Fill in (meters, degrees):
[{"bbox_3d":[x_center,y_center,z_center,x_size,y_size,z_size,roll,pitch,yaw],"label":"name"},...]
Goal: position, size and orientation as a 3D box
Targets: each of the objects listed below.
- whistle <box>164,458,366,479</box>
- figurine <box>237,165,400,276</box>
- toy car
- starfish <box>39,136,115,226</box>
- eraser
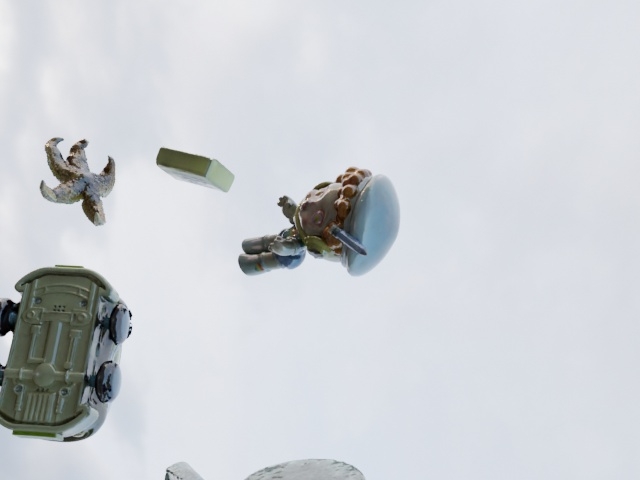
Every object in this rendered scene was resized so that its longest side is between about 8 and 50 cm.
[{"bbox_3d":[-0.084,0.390,1.003,0.405,0.188,0.168,-6,-81,32],"label":"whistle"},{"bbox_3d":[0.004,-0.022,1.680,0.382,0.205,0.224,-10,-136,41],"label":"figurine"},{"bbox_3d":[-0.374,0.179,1.178,0.204,0.198,0.247,2,-112,5],"label":"toy car"},{"bbox_3d":[-0.472,-0.112,1.535,0.238,0.216,0.071,51,-59,26],"label":"starfish"},{"bbox_3d":[-0.312,-0.175,1.956,0.172,0.117,0.058,16,-100,29],"label":"eraser"}]
